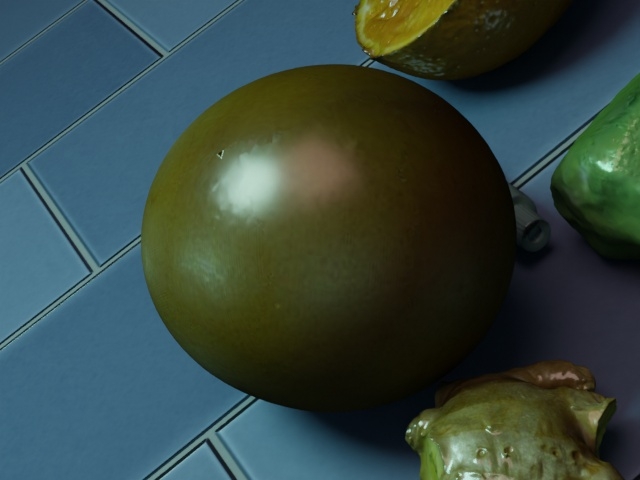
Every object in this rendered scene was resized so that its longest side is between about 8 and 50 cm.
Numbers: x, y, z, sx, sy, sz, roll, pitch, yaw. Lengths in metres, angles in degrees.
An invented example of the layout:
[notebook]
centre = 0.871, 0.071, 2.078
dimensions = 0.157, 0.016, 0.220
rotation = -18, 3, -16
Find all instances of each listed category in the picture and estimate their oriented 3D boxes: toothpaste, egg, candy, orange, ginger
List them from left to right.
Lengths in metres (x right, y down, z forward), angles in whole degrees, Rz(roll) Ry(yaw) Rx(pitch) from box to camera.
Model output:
[egg]
centre = 0.000, 0.000, 0.946
dimensions = 0.351, 0.282, 0.282
rotation = -13, 38, 54
[toothpaste]
centre = 0.128, -0.063, 1.124
dimensions = 0.075, 0.048, 0.297
rotation = -40, 35, -4
[orange]
centre = 0.165, -0.324, 1.215
dimensions = 0.274, 0.274, 0.310
rotation = -2, 90, 33
[ginger]
centre = 0.143, 0.169, 0.814
dimensions = 0.157, 0.102, 0.216
rotation = -1, 36, -3
[candy]
centre = 0.339, -0.124, 0.980
dimensions = 0.132, 0.142, 0.343
rotation = 41, 74, 14
